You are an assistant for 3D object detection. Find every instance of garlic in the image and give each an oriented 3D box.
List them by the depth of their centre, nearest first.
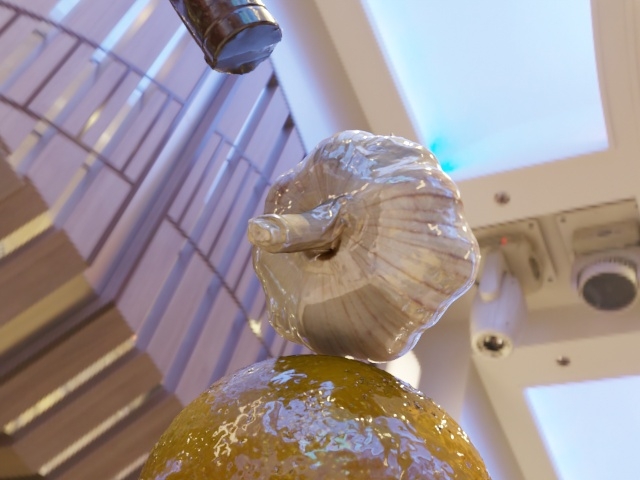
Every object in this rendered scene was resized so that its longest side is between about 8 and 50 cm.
[{"bbox_3d":[0.000,0.000,0.783,0.199,0.199,0.226,-20,-17,29],"label":"garlic"}]

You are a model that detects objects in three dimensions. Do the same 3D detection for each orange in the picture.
[{"bbox_3d":[-0.005,0.211,0.715,0.274,0.274,0.274,8,-50,10],"label":"orange"}]

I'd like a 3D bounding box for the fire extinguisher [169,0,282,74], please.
[{"bbox_3d":[-0.130,-0.267,0.944,0.268,0.072,0.089,57,-17,22],"label":"fire extinguisher"}]
